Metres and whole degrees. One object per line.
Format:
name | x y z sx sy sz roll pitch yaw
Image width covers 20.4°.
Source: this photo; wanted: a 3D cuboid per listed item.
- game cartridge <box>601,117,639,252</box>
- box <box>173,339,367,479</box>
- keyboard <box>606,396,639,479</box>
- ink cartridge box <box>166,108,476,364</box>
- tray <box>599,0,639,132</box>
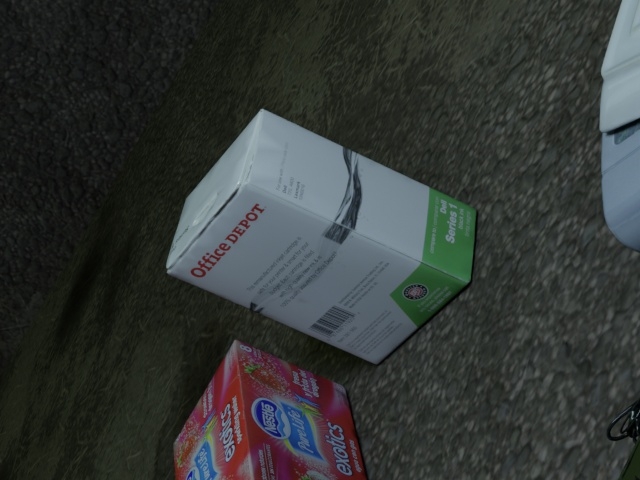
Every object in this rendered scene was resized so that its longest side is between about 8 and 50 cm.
game cartridge | 0.274 -0.140 1.230 0.196 0.060 0.294 -46 25 54
box | -0.044 0.215 1.534 0.128 0.122 0.257 -59 19 20
keyboard | 0.241 0.087 1.070 0.100 0.038 0.192 30 94 49
ink cartridge box | 0.000 0.000 1.537 0.160 0.219 0.093 -45 27 46
tray | 0.258 -0.213 1.236 0.145 0.030 0.270 -23 45 64
